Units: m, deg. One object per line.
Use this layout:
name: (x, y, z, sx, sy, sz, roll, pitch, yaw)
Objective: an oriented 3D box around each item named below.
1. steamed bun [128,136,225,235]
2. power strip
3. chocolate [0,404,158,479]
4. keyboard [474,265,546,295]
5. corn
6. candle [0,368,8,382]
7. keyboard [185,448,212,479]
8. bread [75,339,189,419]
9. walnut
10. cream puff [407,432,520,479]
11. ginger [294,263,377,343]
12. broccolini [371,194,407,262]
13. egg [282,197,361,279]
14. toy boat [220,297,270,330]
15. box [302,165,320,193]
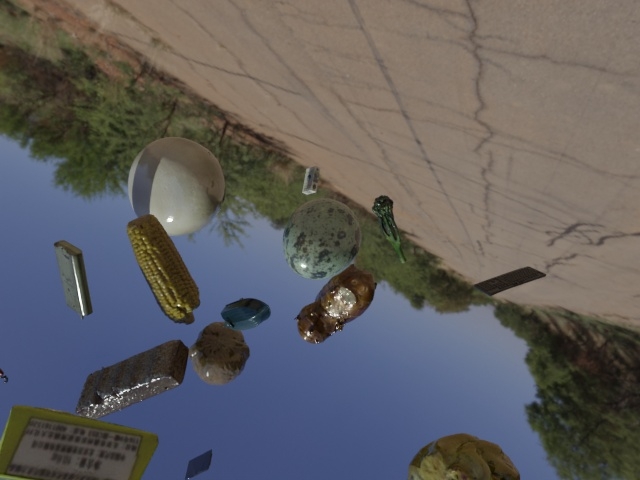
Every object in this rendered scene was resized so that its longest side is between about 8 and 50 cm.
steamed bun: (-0.470, -0.169, 1.429, 0.324, 0.324, 0.206, 25, -161, 25)
power strip: (-0.700, 0.124, 1.280, 0.092, 0.268, 0.034, 22, -146, 22)
chocolate: (-0.549, 0.486, 0.995, 0.301, 0.137, 0.289, 22, 141, -21)
keyboard: (0.402, 0.084, 0.950, 0.155, 0.010, 0.053, -15, -156, -20)
corn: (-0.344, 0.068, 0.995, 0.097, 0.097, 0.261, -143, 30, -79)
candle: (-1.068, 0.415, 1.473, 0.021, 0.167, 0.026, -6, -139, -4)
keyboard: (-0.466, 0.861, 1.718, 0.015, 0.196, 0.074, 33, -141, -23)
bread: (-0.682, 0.507, 1.638, 0.165, 0.416, 0.113, -101, -16, -51)
walnut: (-0.404, 0.452, 1.802, 0.248, 0.248, 0.248, 24, -178, -1)
cream puff: (0.403, 0.689, 1.190, 0.257, 0.291, 0.324, 6, -125, -34)
ginger: (0.047, 0.255, 1.674, 0.176, 0.418, 0.254, 43, -134, -3)
broccolini: (0.194, -0.030, 1.274, 0.068, 0.202, 0.091, -13, 176, -13)
egg: (0.000, 0.000, 0.764, 0.132, 0.132, 0.172, 25, -147, 8)
toy boat: (-0.220, 0.218, 1.371, 0.093, 0.103, 0.246, 52, 143, -11)
box: (-0.030, -0.194, 1.447, 0.024, 0.083, 0.054, 16, 168, -31)
